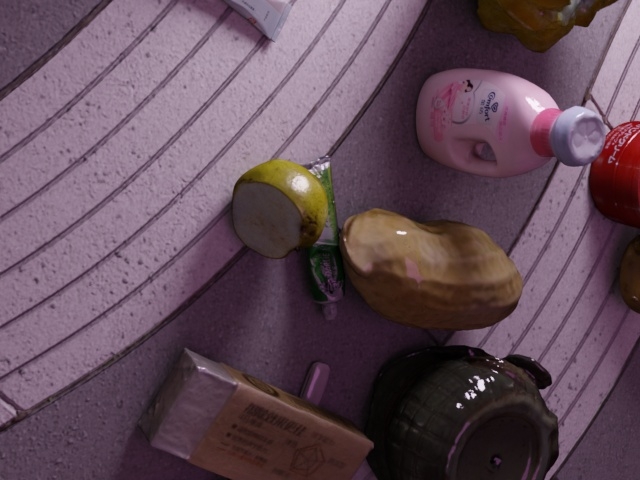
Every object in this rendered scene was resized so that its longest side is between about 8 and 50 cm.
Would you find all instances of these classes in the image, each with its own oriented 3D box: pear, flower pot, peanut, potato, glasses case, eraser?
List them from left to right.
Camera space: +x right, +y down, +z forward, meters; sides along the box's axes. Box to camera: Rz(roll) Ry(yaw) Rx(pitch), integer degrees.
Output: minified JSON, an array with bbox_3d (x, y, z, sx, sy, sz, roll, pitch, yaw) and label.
[{"bbox_3d":[-0.090,0.287,1.681,0.343,0.078,0.144,30,95,-33],"label":"eraser"},{"bbox_3d":[-0.051,-0.050,1.616,0.104,0.141,0.141,-35,121,-50],"label":"pear"},{"bbox_3d":[-0.010,0.228,1.761,0.032,0.021,0.083,18,92,-36],"label":"glasses case"},{"bbox_3d":[0.173,0.053,1.750,0.339,0.158,0.174,4,103,-39],"label":"peanut"},{"bbox_3d":[0.232,0.306,1.819,0.301,0.213,0.302,-8,106,-31],"label":"flower pot"},{"bbox_3d":[0.607,0.053,2.053,0.137,0.137,0.176,2,128,-33],"label":"potato"}]

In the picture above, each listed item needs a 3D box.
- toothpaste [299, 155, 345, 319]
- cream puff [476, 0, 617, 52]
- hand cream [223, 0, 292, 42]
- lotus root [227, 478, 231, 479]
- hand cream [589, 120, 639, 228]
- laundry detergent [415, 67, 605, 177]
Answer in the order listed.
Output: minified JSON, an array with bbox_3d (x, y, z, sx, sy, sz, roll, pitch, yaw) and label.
[{"bbox_3d":[0.000,0.000,1.703,0.078,0.047,0.248,-16,107,-30],"label":"toothpaste"},{"bbox_3d":[0.323,-0.444,1.715,0.323,0.270,0.274,-34,83,-23],"label":"cream puff"},{"bbox_3d":[-0.124,-0.352,1.552,0.052,0.038,0.216,-46,130,13],"label":"hand cream"},{"bbox_3d":[-0.203,0.480,1.632,0.303,0.130,0.146,-46,122,-16],"label":"lotus root"},{"bbox_3d":[0.577,-0.111,1.994,0.193,0.125,0.193,-8,105,-32],"label":"hand cream"},{"bbox_3d":[0.268,-0.165,1.658,0.087,0.335,0.159,-8,106,-31],"label":"laundry detergent"}]
